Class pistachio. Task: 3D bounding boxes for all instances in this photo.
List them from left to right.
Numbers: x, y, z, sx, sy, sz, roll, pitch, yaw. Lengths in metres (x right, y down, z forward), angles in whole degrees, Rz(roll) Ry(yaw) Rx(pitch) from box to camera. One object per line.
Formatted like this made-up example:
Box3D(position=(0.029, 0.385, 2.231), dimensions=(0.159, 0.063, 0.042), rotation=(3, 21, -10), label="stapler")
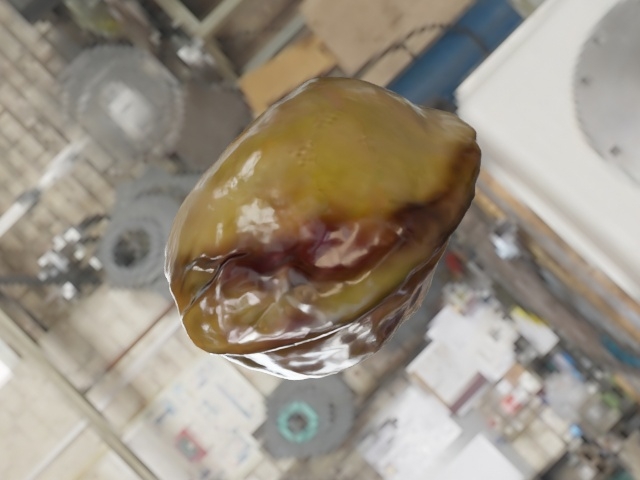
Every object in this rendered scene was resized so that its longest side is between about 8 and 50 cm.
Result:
Box3D(position=(0.000, 0.000, 0.782), dimensions=(0.130, 0.165, 0.210), rotation=(63, -150, -15), label="pistachio")
